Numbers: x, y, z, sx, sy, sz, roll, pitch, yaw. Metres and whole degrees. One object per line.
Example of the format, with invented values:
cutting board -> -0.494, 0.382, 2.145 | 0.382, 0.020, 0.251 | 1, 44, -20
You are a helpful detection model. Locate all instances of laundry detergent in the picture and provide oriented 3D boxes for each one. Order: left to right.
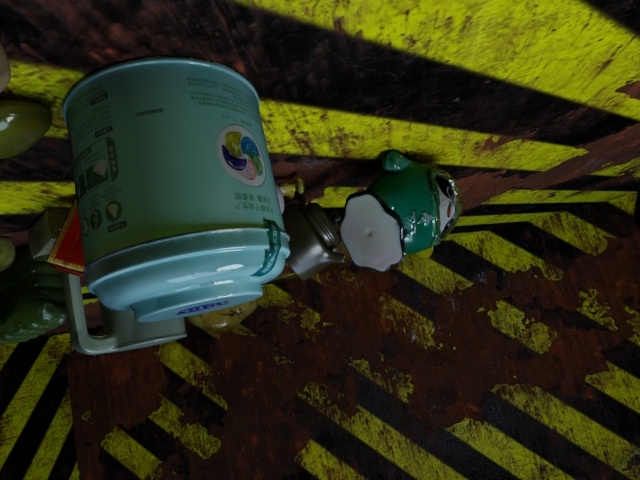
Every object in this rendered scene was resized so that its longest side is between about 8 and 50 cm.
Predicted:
laundry detergent -> -0.201, -0.050, 0.655 | 0.287, 0.306, 0.287 | -13, 170, -2

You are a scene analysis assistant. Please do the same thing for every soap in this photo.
soap -> -0.420, -0.143, 0.592 | 0.140, 0.045, 0.089 | -20, -173, 32

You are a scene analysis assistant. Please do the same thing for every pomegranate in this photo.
pomegranate -> -0.426, 0.226, 1.880 | 0.332, 0.333, 0.332 | -13, 169, -2

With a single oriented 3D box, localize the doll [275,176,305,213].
doll -> -0.217, -0.086, 1.020 | 0.364, 0.095, 0.160 | -7, 175, -23

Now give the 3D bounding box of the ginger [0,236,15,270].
ginger -> -0.847, 0.068, 1.038 | 0.262, 0.117, 0.109 | -20, -157, 10

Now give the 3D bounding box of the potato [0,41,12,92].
potato -> -0.351, -0.174, 0.390 | 0.111, 0.112, 0.147 | -13, 161, 0

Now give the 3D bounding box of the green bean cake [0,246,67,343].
green bean cake -> -0.781, 0.142, 1.179 | 0.248, 0.222, 0.125 | -21, 166, 23

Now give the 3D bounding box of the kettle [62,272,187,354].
kettle -> -0.474, 0.110, 1.120 | 0.204, 0.318, 0.265 | -13, 170, 6

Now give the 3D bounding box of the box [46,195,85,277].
box -> -0.410, 0.018, 0.929 | 0.239, 0.153, 0.074 | 19, 162, -16

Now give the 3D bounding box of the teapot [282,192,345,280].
teapot -> -0.029, -0.027, 1.142 | 0.175, 0.268, 0.186 | -34, 149, 0

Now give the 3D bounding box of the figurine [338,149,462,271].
figurine -> 0.215, -0.075, 1.135 | 0.231, 0.324, 0.340 | 9, -156, 40

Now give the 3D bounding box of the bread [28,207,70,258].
bread -> -0.576, -0.015, 1.001 | 0.152, 0.078, 0.105 | -21, 166, 41

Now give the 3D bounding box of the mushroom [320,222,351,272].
mushroom -> 0.008, 0.011, 1.511 | 0.283, 0.195, 0.263 | -5, 161, -37
